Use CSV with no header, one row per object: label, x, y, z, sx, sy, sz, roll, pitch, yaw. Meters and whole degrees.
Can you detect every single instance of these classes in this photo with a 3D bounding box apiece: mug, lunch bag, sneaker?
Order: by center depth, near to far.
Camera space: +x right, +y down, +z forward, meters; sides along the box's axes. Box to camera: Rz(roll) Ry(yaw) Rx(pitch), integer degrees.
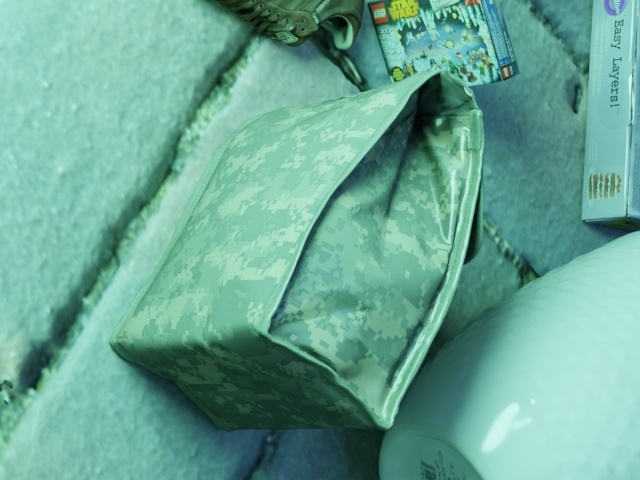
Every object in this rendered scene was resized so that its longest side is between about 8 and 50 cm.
lunch bag,0.000,0.000,1.469,0.169,0.235,0.287,39,64,-26
sneaker,-0.032,-0.202,1.567,0.188,0.066,0.071,-2,89,-41
mug,0.224,0.211,1.660,0.328,0.276,0.374,-24,134,-34

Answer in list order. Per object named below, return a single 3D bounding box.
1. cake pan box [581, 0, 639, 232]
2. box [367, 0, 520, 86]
cake pan box,0.380,-0.133,1.923,0.246,0.070,0.267,9,82,-43
box,0.108,-0.181,1.640,0.027,0.137,0.094,-26,104,-40
